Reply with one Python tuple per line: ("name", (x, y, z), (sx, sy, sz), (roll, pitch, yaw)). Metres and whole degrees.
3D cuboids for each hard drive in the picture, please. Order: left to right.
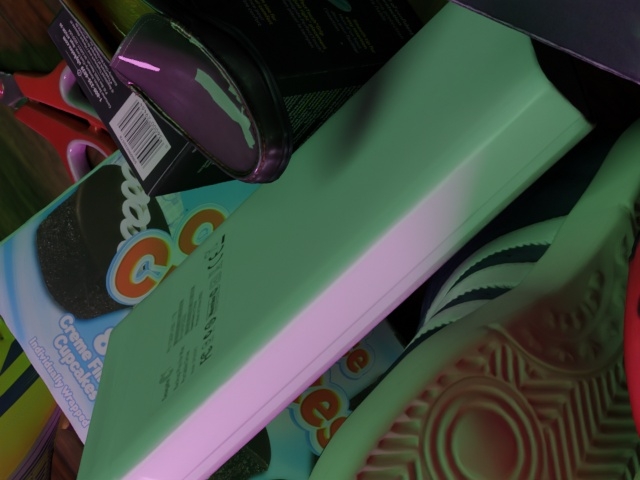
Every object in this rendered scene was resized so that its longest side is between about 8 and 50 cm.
("hard drive", (0.000, 0.000, 0.911), (0.040, 0.203, 0.307), (42, 108, -17))

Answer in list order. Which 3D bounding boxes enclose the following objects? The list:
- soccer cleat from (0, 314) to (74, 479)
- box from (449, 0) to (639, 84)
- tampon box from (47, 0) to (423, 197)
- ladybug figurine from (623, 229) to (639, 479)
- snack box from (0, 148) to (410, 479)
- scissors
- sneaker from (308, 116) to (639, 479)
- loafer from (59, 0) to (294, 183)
("soccer cleat", (-0.228, 0.117, 1.215), (0.093, 0.121, 0.289), (-37, 41, 37))
("box", (0.096, -0.281, 0.811), (0.343, 0.179, 0.312), (31, 122, 35))
("tampon box", (-0.041, -0.110, 1.004), (0.101, 0.161, 0.120), (-46, 68, 39))
("ladybug figurine", (0.263, -0.033, 0.635), (0.449, 0.162, 0.305), (-46, 35, 24))
("snack box", (-0.045, 0.085, 1.066), (0.187, 0.060, 0.322), (-38, 69, 3))
("scissors", (-0.211, -0.113, 1.278), (0.297, 0.021, 0.109), (34, 125, 35))
("sneaker", (0.080, 0.072, 0.823), (0.148, 0.350, 0.131), (-23, 105, 51))
("loafer", (-0.079, -0.089, 0.889), (0.170, 0.061, 0.062), (48, 126, 23))
